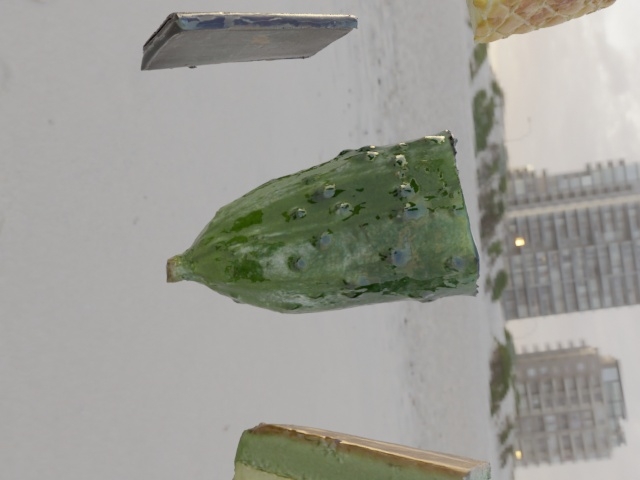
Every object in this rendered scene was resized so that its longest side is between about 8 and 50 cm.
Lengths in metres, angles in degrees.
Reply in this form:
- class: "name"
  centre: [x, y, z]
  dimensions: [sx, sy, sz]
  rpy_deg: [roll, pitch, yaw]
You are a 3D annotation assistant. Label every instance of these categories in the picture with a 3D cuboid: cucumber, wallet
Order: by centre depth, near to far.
- class: "cucumber"
  centre: [0.000, 0.001, 0.686]
  dimensions: [0.134, 0.244, 0.134]
  rpy_deg: [-10, 90, -89]
- class: "wallet"
  centre: [-0.082, -0.229, 0.996]
  dimensions: [0.122, 0.232, 0.031]
  rpy_deg: [-17, -95, 58]

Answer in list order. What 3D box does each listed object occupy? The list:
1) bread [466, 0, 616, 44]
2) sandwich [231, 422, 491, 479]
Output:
- class: "bread"
  centre: [0.264, -0.298, 1.039]
  dimensions: [0.125, 0.188, 0.068]
  rpy_deg: [49, 26, -77]
- class: "sandwich"
  centre: [0.033, 0.215, 0.697]
  dimensions: [0.144, 0.187, 0.117]
  rpy_deg: [50, 50, -73]
